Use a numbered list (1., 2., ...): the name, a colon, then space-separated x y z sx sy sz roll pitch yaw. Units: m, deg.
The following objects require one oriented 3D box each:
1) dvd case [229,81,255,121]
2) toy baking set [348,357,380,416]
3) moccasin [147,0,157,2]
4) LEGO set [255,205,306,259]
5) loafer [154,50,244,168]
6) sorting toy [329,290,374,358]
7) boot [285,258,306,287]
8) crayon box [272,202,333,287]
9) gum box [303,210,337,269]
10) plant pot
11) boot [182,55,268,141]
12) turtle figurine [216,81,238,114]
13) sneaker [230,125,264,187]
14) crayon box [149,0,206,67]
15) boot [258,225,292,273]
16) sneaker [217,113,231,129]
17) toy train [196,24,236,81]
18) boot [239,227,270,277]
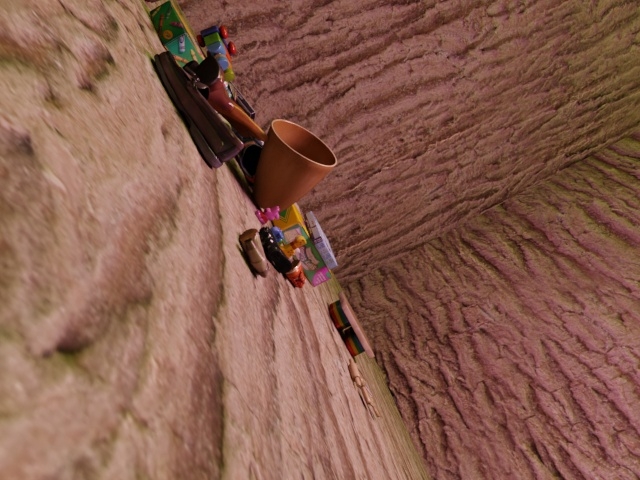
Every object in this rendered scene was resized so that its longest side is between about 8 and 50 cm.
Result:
1. dvd case: -0.358 -0.558 1.811 0.238 0.030 0.179 53 -26 12
2. toy baking set: 0.149 0.521 1.544 0.256 0.030 0.196 -112 177 -69
3. moccasin: -0.590 -0.943 1.497 0.380 0.139 0.147 -102 175 -48
4. LEGO set: -0.105 -0.011 1.358 0.227 0.093 0.087 60 3 -42
5. loafer: -0.284 -0.320 1.025 0.302 0.095 0.109 62 2 2
6. sorting toy: 0.127 0.383 1.923 0.257 0.089 0.255 62 2 -7
7. boot: -0.070 0.103 1.277 0.158 0.059 0.084 -38 105 -89
8. crayon box: -0.095 -0.035 1.761 0.363 0.106 0.313 60 3 -45
9. gum box: 0.000 0.000 1.688 0.184 0.041 0.157 59 8 -42
10. plant pot: -0.114 -0.217 1.404 0.237 0.254 0.237 28 28 -16
11. boot: -0.254 -0.369 1.212 0.264 0.096 0.280 21 -19 51
12. turtle figurine: -0.380 -0.557 1.683 0.234 0.118 0.175 80 -10 -69
13. sneaker: -0.253 -0.341 1.583 0.350 0.131 0.148 63 -2 21
14. crayon box: -0.435 -0.615 1.430 0.165 0.081 0.278 62 2 22
15. boot: -0.124 0.024 1.163 0.099 0.045 0.121 59 0 39
16. sneaker: -0.309 -0.349 1.335 0.075 0.057 0.161 70 -4 -62
17. toy train: -0.343 -0.634 1.554 0.248 0.105 0.143 55 17 -77
18. boot: -0.136 0.028 0.915 0.118 0.042 0.087 -109 177 -71
